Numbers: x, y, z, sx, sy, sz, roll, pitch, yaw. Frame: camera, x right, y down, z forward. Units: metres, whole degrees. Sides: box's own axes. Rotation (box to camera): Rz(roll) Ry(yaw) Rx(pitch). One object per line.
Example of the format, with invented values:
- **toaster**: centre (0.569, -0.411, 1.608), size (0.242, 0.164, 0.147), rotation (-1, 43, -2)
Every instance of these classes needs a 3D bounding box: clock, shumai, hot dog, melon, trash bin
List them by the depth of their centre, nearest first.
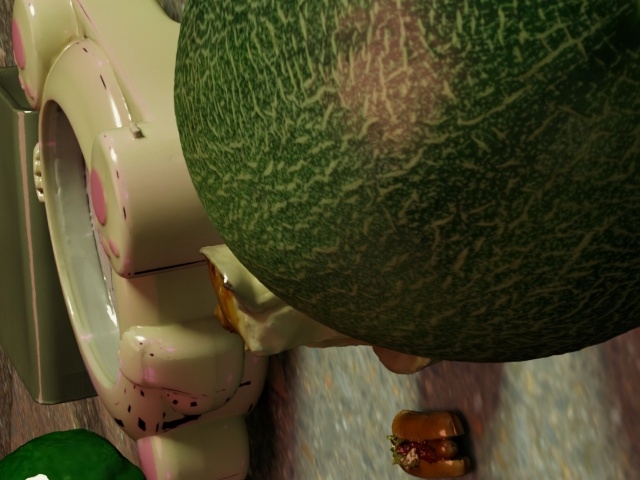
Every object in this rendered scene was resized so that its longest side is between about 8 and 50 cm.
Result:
- **melon**: centre (0.051, -0.053, 0.522), size (0.288, 0.182, 0.182), rotation (176, 83, -73)
- **shumai**: centre (0.001, 0.004, 0.801), size (0.145, 0.116, 0.145), rotation (170, 90, -71)
- **hot dog**: centre (0.051, 0.103, 0.863), size (0.083, 0.021, 0.037), rotation (155, 104, -70)
- **clock**: centre (-0.119, 0.000, 1.163), size (0.284, 0.114, 0.309), rotation (-127, 30, -49)
- **trash bin**: centre (-0.198, -0.012, 1.378), size (0.164, 0.122, 0.240), rotation (-138, 43, -60)

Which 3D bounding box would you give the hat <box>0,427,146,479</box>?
- **hat**: centre (-0.185, 0.292, 1.324), size (0.285, 0.285, 0.400), rotation (-127, 43, -52)
